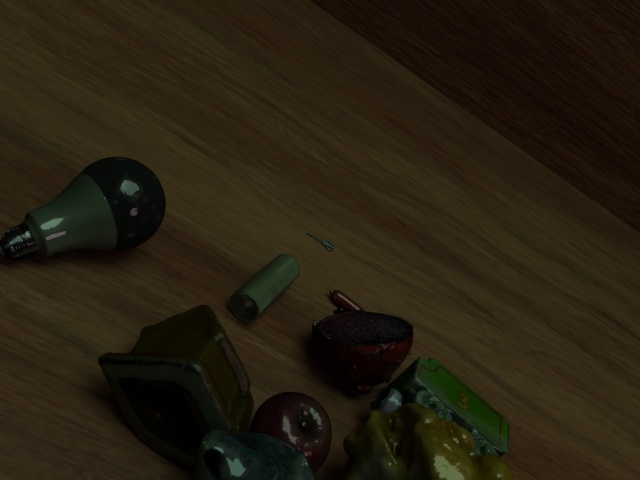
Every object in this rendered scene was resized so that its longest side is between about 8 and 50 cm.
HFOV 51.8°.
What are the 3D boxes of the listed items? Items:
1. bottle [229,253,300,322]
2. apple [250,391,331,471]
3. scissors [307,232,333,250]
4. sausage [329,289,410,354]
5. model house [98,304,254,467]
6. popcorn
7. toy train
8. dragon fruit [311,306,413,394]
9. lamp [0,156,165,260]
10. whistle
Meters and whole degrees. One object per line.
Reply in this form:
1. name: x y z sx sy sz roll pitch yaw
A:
1. bottle: -0.118 0.101 1.447 0.072 0.072 0.201 43 35 3
2. apple: -0.057 0.355 1.191 0.153 0.120 0.154 24 44 -26
3. scissors: 0.000 0.000 1.725 0.083 0.006 0.036 32 34 -13
4. sausage: 0.121 0.200 1.600 0.253 0.034 0.034 39 35 -2
5. model house: -0.213 0.248 1.153 0.239 0.173 0.268 -61 132 -67
6. popcorn: 0.169 0.449 1.162 0.315 0.298 0.281 32 10 30
7. toy train: 0.254 0.398 1.399 0.307 0.173 0.249 40 28 -1
8. dragon fruit: 0.092 0.250 1.427 0.223 0.148 0.218 7 15 29
9. lamp: -0.448 -0.042 1.255 0.313 0.182 0.182 -27 69 -20
10. whistle: -0.053 0.454 0.997 0.404 0.188 0.168 38 14 -11
